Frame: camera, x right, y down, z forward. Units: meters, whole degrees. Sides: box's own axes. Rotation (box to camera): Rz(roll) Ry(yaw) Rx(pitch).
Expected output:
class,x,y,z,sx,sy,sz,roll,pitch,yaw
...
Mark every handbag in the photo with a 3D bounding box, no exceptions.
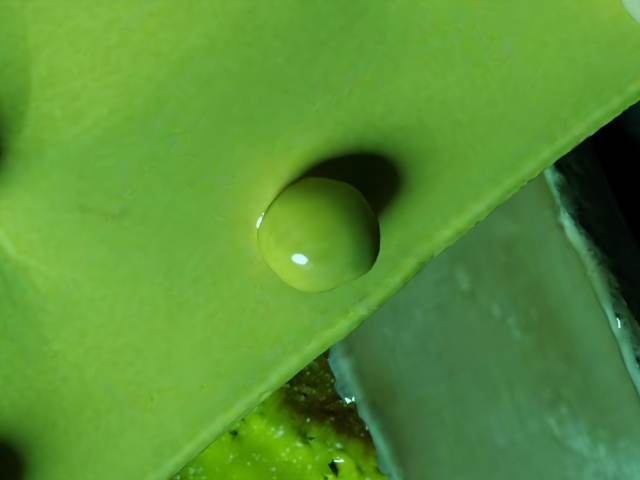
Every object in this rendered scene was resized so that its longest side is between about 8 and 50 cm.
class,x,y,z,sx,sy,sz,roll,pitch,yaw
handbag,-0.073,-0.073,0.539,0.283,0.401,0.133,55,174,-31

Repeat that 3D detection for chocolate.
class,x,y,z,sx,sy,sz,roll,pitch,yaw
chocolate,0.091,0.054,0.768,0.161,0.083,0.261,-31,75,45

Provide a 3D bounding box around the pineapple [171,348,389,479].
class,x,y,z,sx,sy,sz,roll,pitch,yaw
pineapple,-0.044,0.108,0.866,0.334,0.161,0.158,39,152,0
